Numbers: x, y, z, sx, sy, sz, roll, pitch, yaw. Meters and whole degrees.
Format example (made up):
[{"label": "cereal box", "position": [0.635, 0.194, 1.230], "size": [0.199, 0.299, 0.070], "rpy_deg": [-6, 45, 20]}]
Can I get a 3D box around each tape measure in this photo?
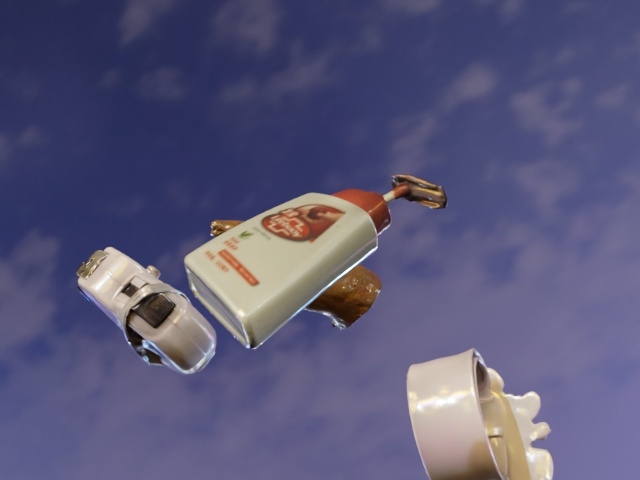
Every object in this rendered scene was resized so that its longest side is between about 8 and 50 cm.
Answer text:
[{"label": "tape measure", "position": [-0.255, 0.127, 1.697], "size": [0.120, 0.197, 0.236], "rpy_deg": [-50, -51, -16]}]

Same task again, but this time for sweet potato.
[{"label": "sweet potato", "position": [-0.058, 0.042, 1.903], "size": [0.337, 0.131, 0.131], "rpy_deg": [28, -47, -23]}]

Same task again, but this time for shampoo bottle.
[{"label": "shampoo bottle", "position": [0.000, 0.000, 1.169], "size": [0.284, 0.153, 0.071], "rpy_deg": [-32, -52, -20]}]

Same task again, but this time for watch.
[{"label": "watch", "position": [0.236, 0.288, 1.597], "size": [0.196, 0.244, 0.231], "rpy_deg": [-16, -22, 14]}]
